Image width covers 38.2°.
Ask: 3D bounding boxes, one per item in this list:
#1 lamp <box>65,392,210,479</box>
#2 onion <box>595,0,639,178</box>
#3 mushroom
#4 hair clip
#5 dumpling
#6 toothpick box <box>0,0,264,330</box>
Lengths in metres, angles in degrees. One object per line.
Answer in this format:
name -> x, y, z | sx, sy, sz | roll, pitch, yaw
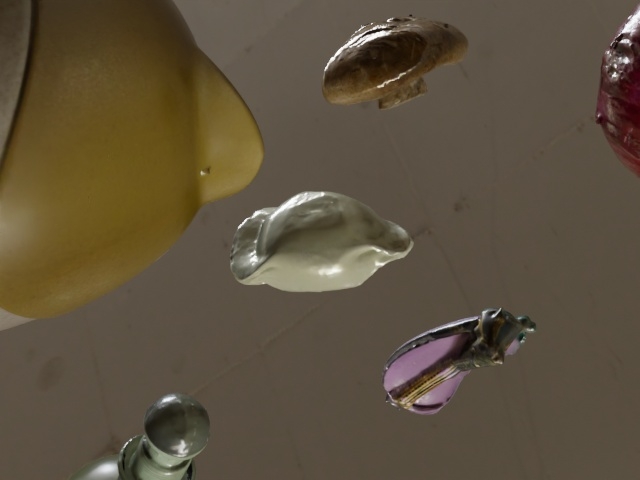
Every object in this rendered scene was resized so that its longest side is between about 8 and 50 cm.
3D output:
lamp -> -0.099, 0.140, 0.512 | 0.091, 0.091, 0.163 | 57, -46, 34
onion -> 0.403, -0.155, 0.940 | 0.246, 0.246, 0.190 | -49, -144, 10
mushroom -> 0.147, -0.313, 1.603 | 0.286, 0.156, 0.151 | -26, -164, -19
hair clip -> 0.195, 0.196, 1.455 | 0.359, 0.110, 0.095 | -42, -131, 55
dumpling -> 0.000, 0.000, 1.253 | 0.250, 0.132, 0.162 | -5, -140, 5
toothpick box -> -0.318, -0.115, 0.954 | 0.425, 0.409, 0.409 | -22, -129, -23
